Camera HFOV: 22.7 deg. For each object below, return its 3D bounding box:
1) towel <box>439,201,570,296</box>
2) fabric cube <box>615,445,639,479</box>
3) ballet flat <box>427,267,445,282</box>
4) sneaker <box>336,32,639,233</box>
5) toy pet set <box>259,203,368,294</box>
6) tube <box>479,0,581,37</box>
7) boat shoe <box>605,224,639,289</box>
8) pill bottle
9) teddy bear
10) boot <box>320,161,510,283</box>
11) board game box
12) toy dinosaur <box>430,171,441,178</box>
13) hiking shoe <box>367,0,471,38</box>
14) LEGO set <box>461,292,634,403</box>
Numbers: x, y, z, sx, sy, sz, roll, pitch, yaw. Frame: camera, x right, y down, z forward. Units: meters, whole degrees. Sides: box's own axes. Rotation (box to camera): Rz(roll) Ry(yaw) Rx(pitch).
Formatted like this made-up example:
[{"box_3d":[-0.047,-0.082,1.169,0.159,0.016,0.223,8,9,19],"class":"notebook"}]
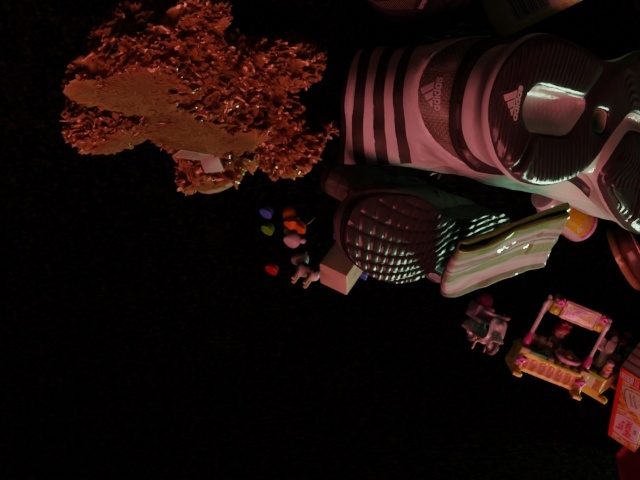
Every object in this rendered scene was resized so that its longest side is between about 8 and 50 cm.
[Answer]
[{"box_3d":[0.167,0.013,1.448,0.113,0.023,0.152,-21,166,-7],"class":"towel"},{"box_3d":[0.595,0.364,2.216,0.258,0.259,0.254,4,148,-14],"class":"fabric cube"},{"box_3d":[0.110,0.021,1.801,0.041,0.041,0.114,-28,141,31],"class":"ballet flat"},{"box_3d":[0.178,-0.121,1.521,0.257,0.169,0.447,12,180,35],"class":"sneaker"},{"box_3d":[0.000,0.000,1.751,0.114,0.065,0.122,25,149,17],"class":"toy pet set"},{"box_3d":[0.252,-0.252,1.373,0.240,0.062,0.070,-24,-172,19],"class":"tube"},{"box_3d":[0.389,0.026,1.823,0.073,0.073,0.207,-22,152,22],"class":"boat shoe"},{"box_3d":[0.263,-0.033,1.730,0.043,0.043,0.083,-26,143,29],"class":"pill bottle"},{"box_3d":[-0.112,-0.137,1.470,0.245,0.113,0.338,-19,154,34],"class":"teddy bear"},{"box_3d":[0.054,-0.028,1.523,0.246,0.161,0.083,4,110,-51],"class":"boot"},{"box_3d":[0.421,0.160,1.978,0.045,0.147,0.193,33,156,22],"class":"board game box"},{"box_3d":[0.112,-0.105,1.617,0.090,0.047,0.082,-28,148,-29],"class":"toy dinosaur"},{"box_3d":[0.116,-0.248,1.323,0.114,0.086,0.227,19,142,-39],"class":"hiking shoe"},{"box_3d":[0.318,0.119,1.936,0.287,0.132,0.107,14,109,-34],"class":"LEGO set"}]
